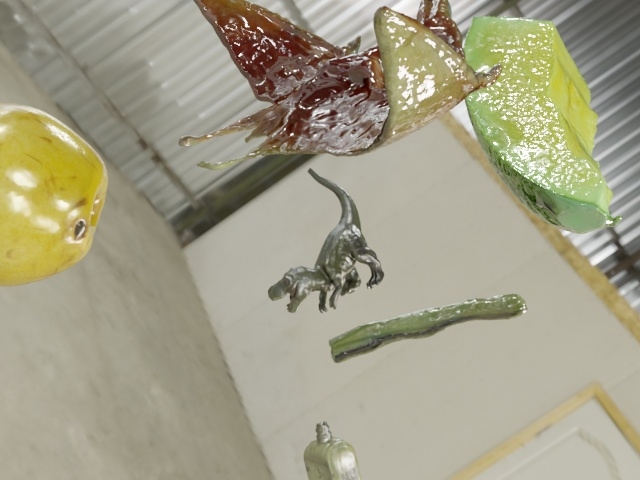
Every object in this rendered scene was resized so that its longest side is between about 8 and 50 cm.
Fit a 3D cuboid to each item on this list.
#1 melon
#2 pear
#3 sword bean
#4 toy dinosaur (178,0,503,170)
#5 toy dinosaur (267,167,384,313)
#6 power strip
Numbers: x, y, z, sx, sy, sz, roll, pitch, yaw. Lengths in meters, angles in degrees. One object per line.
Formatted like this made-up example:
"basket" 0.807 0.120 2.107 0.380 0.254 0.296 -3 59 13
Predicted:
"melon" 0.240 -0.111 1.076 0.196 0.124 0.324 42 32 -26
"pear" -0.445 -0.062 1.391 0.281 0.280 0.281 55 5 -6
"sword bean" 0.141 0.113 1.297 0.038 0.269 0.043 -93 168 -64
"toy dinosaur" -0.004 -0.119 0.606 0.327 0.206 0.113 -84 151 -63
"toy dinosaur" 0.000 0.000 1.312 0.087 0.187 0.179 -23 -81 50
"power strip" 0.046 0.479 1.625 0.092 0.066 0.388 1 -72 52
